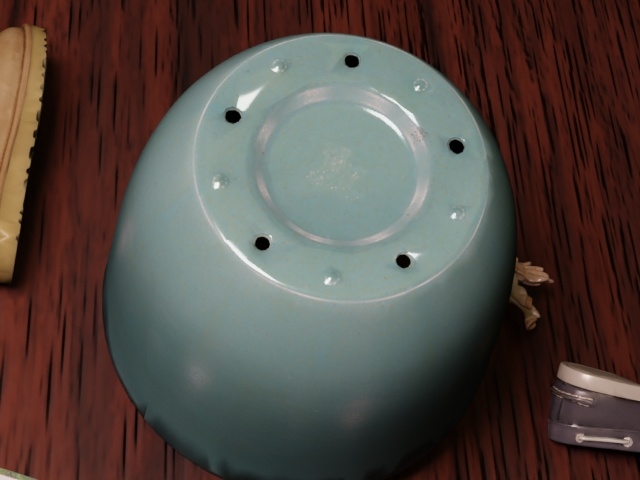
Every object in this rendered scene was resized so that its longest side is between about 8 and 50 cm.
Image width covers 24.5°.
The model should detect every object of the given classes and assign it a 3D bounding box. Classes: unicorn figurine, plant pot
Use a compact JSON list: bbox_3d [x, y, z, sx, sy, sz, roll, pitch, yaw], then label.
[{"bbox_3d":[0.102,0.043,1.164,0.111,0.060,0.162,40,34,28],"label":"unicorn figurine"},{"bbox_3d":[0.000,0.000,0.986,0.293,0.235,0.293,3,67,-7],"label":"plant pot"}]

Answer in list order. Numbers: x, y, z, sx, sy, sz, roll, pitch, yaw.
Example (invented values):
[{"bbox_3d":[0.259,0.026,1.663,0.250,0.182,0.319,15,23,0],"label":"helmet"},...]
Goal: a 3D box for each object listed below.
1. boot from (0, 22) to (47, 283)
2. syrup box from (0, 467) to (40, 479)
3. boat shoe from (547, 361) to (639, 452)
[{"bbox_3d":[-0.340,-0.088,1.061,0.269,0.089,0.236,11,51,-13],"label":"boot"},{"bbox_3d":[-0.215,0.252,0.847,0.093,0.096,0.237,19,50,-6],"label":"syrup box"},{"bbox_3d":[0.270,0.152,1.158,0.206,0.075,0.065,18,93,-15],"label":"boat shoe"}]
